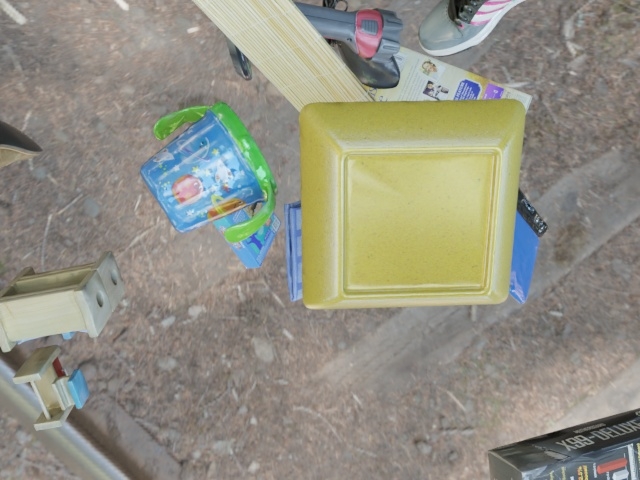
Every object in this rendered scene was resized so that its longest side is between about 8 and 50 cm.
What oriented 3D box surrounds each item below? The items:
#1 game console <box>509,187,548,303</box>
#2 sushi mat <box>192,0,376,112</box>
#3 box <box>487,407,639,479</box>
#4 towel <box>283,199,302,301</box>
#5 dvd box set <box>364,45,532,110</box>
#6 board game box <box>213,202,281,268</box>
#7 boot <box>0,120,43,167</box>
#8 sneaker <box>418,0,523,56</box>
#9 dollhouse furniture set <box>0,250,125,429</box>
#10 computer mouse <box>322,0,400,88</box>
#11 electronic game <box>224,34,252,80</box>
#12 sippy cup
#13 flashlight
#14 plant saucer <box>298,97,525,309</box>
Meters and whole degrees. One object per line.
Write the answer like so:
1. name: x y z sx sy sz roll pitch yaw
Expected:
1. game console: 0.348 -0.039 1.591 0.173 0.250 0.293 -48 143 5
2. sushi mat: -0.058 -0.311 1.250 0.151 0.019 0.316 -10 139 42
3. box: 0.327 0.366 0.875 0.243 0.076 0.307 -10 97 -18
4. towel: 0.000 0.000 1.652 0.034 0.285 0.209 3 102 27
5. dvd box set: 0.275 -0.294 1.908 0.421 0.062 0.307 21 81 4
6. board game box: -0.188 -0.060 1.875 0.047 0.160 0.210 -8 131 31
7. boot: -0.723 -0.193 1.662 0.112 0.305 0.115 37 102 6
8. sneaker: 0.233 -0.392 1.156 0.296 0.123 0.178 -30 154 36
9. dollhouse furniture set: -0.326 0.129 1.014 0.130 0.129 0.183 -10 112 8
10. computer mouse: 0.075 -0.443 1.786 0.072 0.188 0.272 -34 68 -18
11. electronic game: -0.191 -0.477 1.741 0.048 0.229 0.229 -13 108 0
12. sippy cup: -0.242 -0.136 1.594 0.224 0.305 0.240 -32 117 -10
13. flashlight: 0.002 -0.406 1.445 0.304 0.103 0.103 3 133 -21
14. plant saucer: 0.138 -0.036 1.132 0.333 0.081 0.332 -2 111 -3
